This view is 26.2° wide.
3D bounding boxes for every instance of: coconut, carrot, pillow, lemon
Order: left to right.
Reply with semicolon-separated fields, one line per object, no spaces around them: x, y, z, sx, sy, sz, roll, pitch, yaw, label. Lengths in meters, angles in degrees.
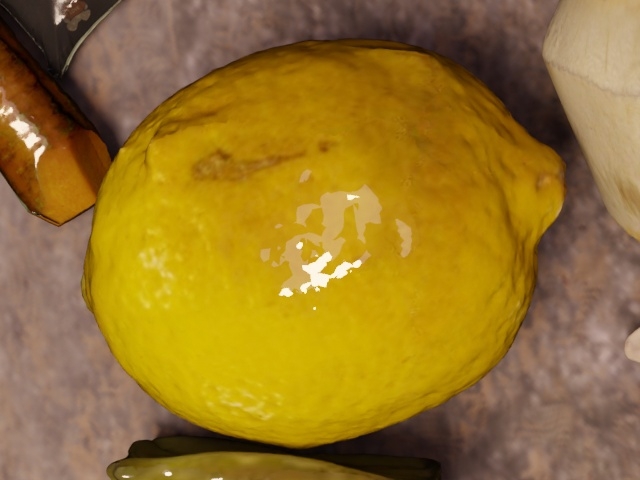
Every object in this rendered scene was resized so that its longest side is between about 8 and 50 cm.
-0.222;-0.124;0.862;0.070;0.070;0.260;-37;93;0;carrot
-0.189;-0.188;0.886;0.150;0.048;0.090;43;112;2;pillow
0.000;0.000;0.785;0.288;0.233;0.233;-18;86;12;lemon
0.252;-0.090;0.776;0.241;0.241;0.241;0;87;2;coconut

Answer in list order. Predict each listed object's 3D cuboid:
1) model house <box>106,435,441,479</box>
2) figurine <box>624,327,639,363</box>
-0.028;0.237;0.796;0.193;0.175;0.234;3;84;2;model house
0.297;0.064;0.834;0.195;0.102;0.111;-30;120;-4;figurine
